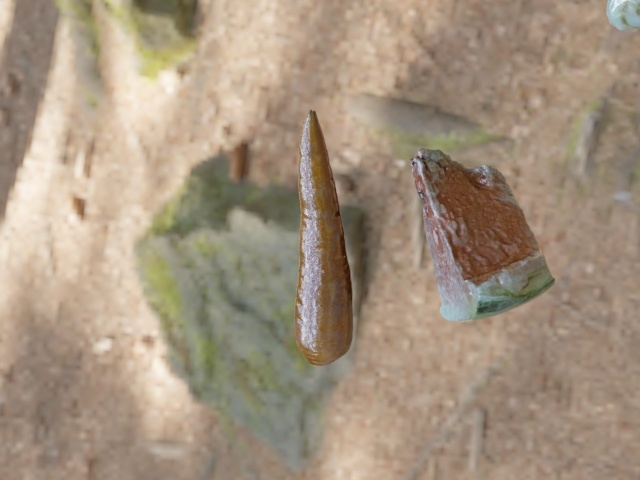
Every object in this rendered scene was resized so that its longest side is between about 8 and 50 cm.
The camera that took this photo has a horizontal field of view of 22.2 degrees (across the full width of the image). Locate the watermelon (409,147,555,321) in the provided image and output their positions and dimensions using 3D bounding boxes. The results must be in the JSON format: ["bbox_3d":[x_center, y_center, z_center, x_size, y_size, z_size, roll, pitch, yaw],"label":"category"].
[{"bbox_3d":[0.137,0.004,1.394,0.121,0.097,0.158,94,152,-59],"label":"watermelon"}]

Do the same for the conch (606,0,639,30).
[{"bbox_3d":[0.281,-0.159,1.012,0.170,0.203,0.386,81,-167,-54],"label":"conch"}]

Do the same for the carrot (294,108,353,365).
[{"bbox_3d":[0.000,0.000,1.247,0.048,0.048,0.216,-136,39,-57],"label":"carrot"}]
